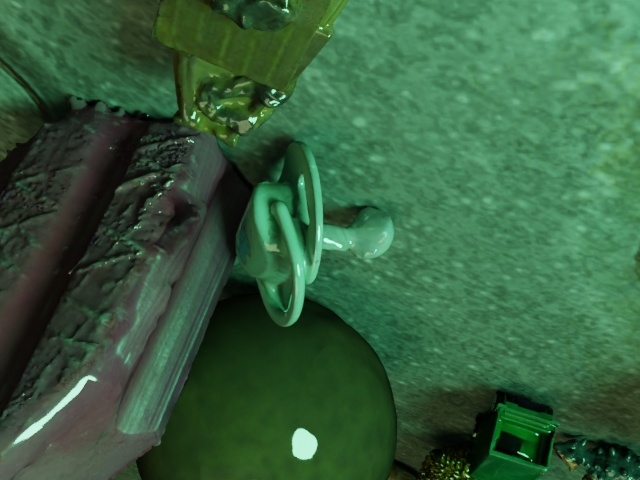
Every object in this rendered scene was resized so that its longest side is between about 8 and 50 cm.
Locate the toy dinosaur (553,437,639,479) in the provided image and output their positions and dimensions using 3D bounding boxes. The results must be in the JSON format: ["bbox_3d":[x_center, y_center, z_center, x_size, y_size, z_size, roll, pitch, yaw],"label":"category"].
[{"bbox_3d":[0.319,0.242,0.841,0.154,0.049,0.055,15,148,21],"label":"toy dinosaur"}]

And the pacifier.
[{"bbox_3d":[0.000,0.000,0.591,0.116,0.127,0.150,2,148,-17],"label":"pacifier"}]

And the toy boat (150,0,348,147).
[{"bbox_3d":[-0.019,-0.135,0.349,0.089,0.121,0.321,20,151,-10],"label":"toy boat"}]

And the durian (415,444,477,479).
[{"bbox_3d":[0.193,0.317,0.975,0.168,0.137,0.158,35,131,2],"label":"durian"}]

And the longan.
[{"bbox_3d":[-0.048,0.176,0.762,0.258,0.258,0.258,16,151,9],"label":"longan"}]

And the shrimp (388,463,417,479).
[{"bbox_3d":[0.044,0.342,1.193,0.219,0.046,0.152,27,147,-12],"label":"shrimp"}]

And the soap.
[{"bbox_3d":[-0.194,0.053,0.569,0.220,0.325,0.127,7,145,19],"label":"soap"}]

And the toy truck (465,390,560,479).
[{"bbox_3d":[0.197,0.214,0.841,0.065,0.079,0.147,17,153,6],"label":"toy truck"}]
